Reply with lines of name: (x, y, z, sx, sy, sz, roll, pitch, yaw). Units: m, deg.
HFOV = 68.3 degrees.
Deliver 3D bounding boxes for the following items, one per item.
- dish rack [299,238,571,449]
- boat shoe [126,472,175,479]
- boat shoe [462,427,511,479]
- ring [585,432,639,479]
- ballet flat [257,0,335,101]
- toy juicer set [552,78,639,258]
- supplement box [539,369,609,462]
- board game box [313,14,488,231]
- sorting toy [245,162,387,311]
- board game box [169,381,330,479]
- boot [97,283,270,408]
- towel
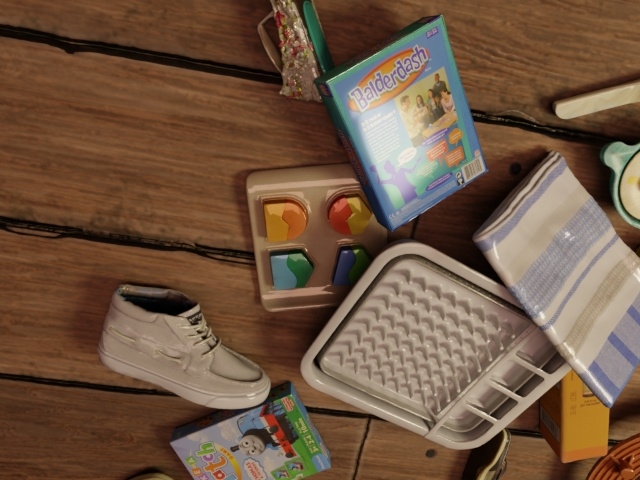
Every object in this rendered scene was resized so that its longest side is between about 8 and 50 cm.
dish rack: (0.166, 0.151, 0.684, 0.332, 0.072, 0.286, 27, 117, -13)
boat shoe: (-0.347, 0.495, 0.782, 0.285, 0.089, 0.104, -40, 105, 9)
boat shoe: (0.288, 0.372, 0.798, 0.049, 0.056, 0.152, 11, 116, -12)
ring: (0.598, 0.443, 0.745, 0.336, 0.032, 0.337, 4, 107, 14)
ballet flat: (-0.046, -0.280, 0.556, 0.077, 0.091, 0.241, -9, 106, 23)
toy juicer set: (0.486, -0.103, 0.633, 0.209, 0.089, 0.329, -34, 106, 8)
supplement box: (0.397, 0.227, 0.742, 0.078, 0.080, 0.233, -9, 110, -1)
board game box: (0.107, -0.140, 0.588, 0.160, 0.047, 0.210, -31, 118, -7)
sorting toy: (0.000, 0.000, 0.668, 0.193, 0.038, 0.208, -5, 108, -1)
board game box: (-0.111, 0.340, 0.771, 0.211, 0.039, 0.160, -23, 108, 5)
boot: (-0.184, 0.148, 0.675, 0.258, 0.095, 0.123, 17, 113, -7)
towel: (0.340, 0.041, 0.622, 0.209, 0.034, 0.285, -40, 93, -25)
